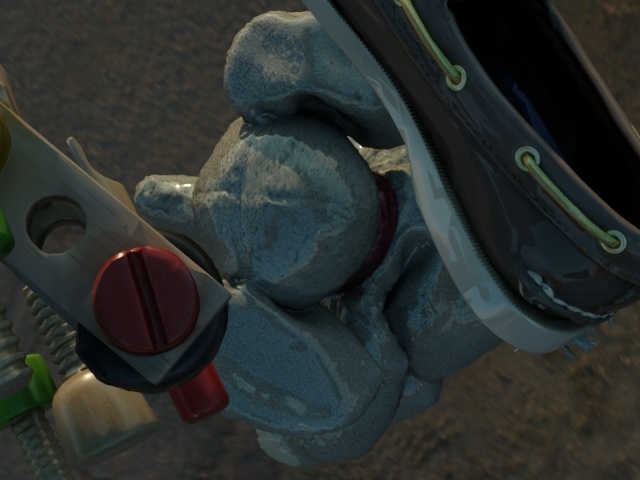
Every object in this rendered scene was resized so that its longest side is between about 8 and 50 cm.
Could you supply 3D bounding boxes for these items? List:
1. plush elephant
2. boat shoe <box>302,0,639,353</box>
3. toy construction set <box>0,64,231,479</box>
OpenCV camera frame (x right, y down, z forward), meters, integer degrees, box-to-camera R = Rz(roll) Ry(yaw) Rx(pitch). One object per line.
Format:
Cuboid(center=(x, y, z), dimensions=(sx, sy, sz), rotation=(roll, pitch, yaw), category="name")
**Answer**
Cuboid(center=(0.000, 0.000, 1.075), dimensions=(0.330, 0.255, 0.272), rotation=(-2, 68, 57), category="plush elephant")
Cuboid(center=(0.068, -0.108, 0.798), dimensions=(0.096, 0.116, 0.324), rotation=(-35, 76, 39), category="boat shoe")
Cuboid(center=(-0.170, -0.014, 0.617), dimensions=(0.257, 0.309, 0.237), rotation=(-30, 80, 20), category="toy construction set")
